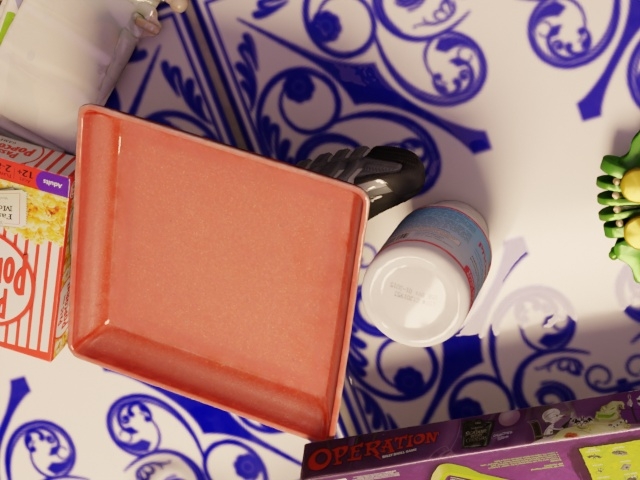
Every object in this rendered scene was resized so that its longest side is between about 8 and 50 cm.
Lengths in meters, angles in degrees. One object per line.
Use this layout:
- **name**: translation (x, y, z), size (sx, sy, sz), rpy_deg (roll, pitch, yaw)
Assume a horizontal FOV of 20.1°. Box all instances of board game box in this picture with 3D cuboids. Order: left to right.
- **board game box**: translation (-0.292, 0.001, 1.629), size (0.146, 0.045, 0.193), rpy_deg (15, 119, 10)
- **board game box**: translation (0.180, 0.221, 1.532), size (0.346, 0.056, 0.208), rpy_deg (-11, 131, 18)

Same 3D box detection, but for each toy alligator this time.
- **toy alligator**: translation (0.254, -0.007, 1.477), size (0.051, 0.056, 0.190), rpy_deg (-2, 108, 16)

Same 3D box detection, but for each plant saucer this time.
- **plant saucer**: translation (-0.085, 0.022, 1.519), size (0.259, 0.048, 0.258), rpy_deg (17, 124, 15)

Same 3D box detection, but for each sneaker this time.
- **sneaker**: translation (0.000, 0.000, 1.546), size (0.228, 0.086, 0.132), rpy_deg (-9, 111, 29)

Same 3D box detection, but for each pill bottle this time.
- **pill bottle**: translation (0.092, 0.021, 1.475), size (0.087, 0.160, 0.087), rpy_deg (5, 110, 14)

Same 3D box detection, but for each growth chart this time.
- **growth chart**: translation (-0.244, -0.167, 1.583), size (0.172, 0.021, 0.237), rpy_deg (37, 114, 1)
